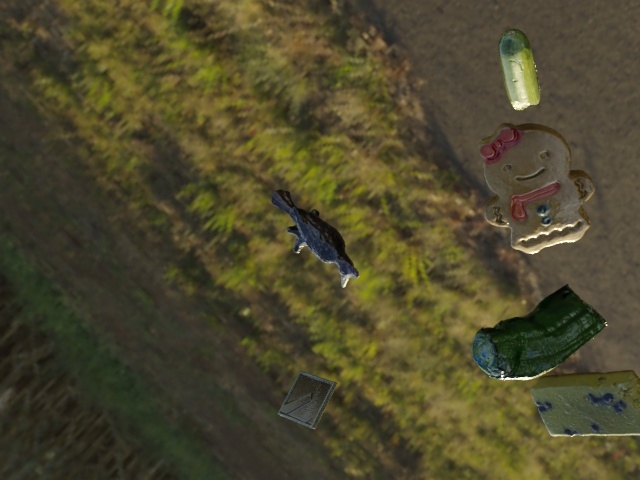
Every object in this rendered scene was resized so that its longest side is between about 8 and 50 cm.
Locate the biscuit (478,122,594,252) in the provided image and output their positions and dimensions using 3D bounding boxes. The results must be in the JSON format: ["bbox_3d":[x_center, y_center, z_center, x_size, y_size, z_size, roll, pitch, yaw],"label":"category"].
[{"bbox_3d":[0.316,-0.079,1.558,0.036,0.166,0.225,-89,-20,-56],"label":"biscuit"}]

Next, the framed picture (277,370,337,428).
[{"bbox_3d":[-0.018,0.204,1.361,0.007,0.066,0.089,34,165,-28],"label":"framed picture"}]

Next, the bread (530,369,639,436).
[{"bbox_3d":[0.404,0.228,1.478,0.226,0.049,0.088,-14,104,48],"label":"bread"}]

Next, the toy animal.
[{"bbox_3d":[0.000,0.002,1.637,0.202,0.070,0.105,46,172,39],"label":"toy animal"}]

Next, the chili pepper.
[{"bbox_3d":[0.306,0.130,1.463,0.098,0.224,0.061,59,145,18],"label":"chili pepper"}]

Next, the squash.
[{"bbox_3d":[0.407,-0.344,2.172,0.069,0.069,0.239,29,163,32],"label":"squash"}]
